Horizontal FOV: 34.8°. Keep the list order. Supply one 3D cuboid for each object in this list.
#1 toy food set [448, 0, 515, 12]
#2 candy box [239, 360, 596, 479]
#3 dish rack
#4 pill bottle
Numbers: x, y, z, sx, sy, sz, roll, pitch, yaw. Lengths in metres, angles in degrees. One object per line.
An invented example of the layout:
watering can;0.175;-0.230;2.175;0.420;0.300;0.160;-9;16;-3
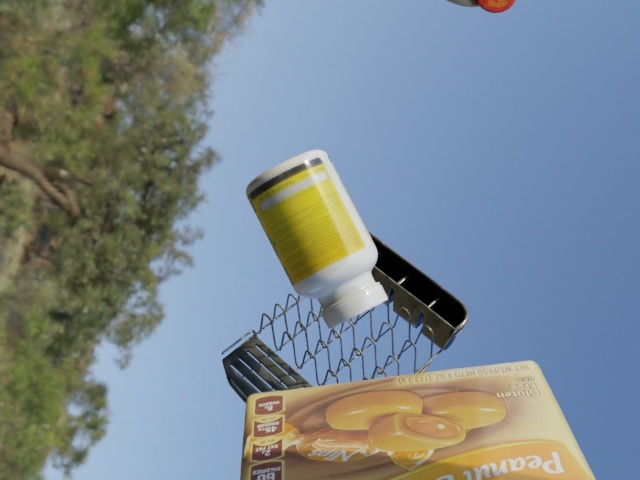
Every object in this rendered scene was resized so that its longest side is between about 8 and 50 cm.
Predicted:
toy food set;0.076;-0.153;0.492;0.020;0.083;0.082;15;-76;60
candy box;0.052;0.173;0.495;0.316;0.183;0.087;-95;177;-71
dish rack;0.023;0.123;1.252;0.271;0.208;0.074;-37;150;-29
pill bottle;0.000;0.000;1.129;0.184;0.103;0.103;63;-29;4
